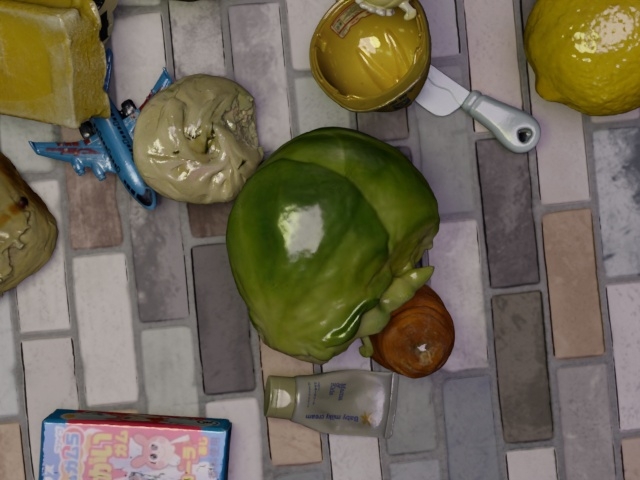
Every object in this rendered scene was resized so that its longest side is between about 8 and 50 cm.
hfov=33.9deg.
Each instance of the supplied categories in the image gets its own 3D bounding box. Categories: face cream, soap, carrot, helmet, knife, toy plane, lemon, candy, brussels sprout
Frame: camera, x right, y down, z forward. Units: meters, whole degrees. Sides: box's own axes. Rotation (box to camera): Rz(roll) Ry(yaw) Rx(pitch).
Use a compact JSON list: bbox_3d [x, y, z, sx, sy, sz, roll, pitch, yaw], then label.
[{"bbox_3d":[0.020,0.269,1.759,0.224,0.070,0.114,7,90,-11],"label":"face cream"},{"bbox_3d":[-0.482,-0.291,1.630,0.315,0.091,0.199,14,122,25],"label":"soap"},{"bbox_3d":[0.143,0.153,1.681,0.159,0.225,0.159,0,96,-1],"label":"carrot"},{"bbox_3d":[0.104,-0.283,1.701,0.205,0.140,0.257,-32,55,13],"label":"helmet"},{"bbox_3d":[0.221,-0.244,1.775,0.331,0.044,0.080,31,96,4],"label":"knife"},{"bbox_3d":[-0.337,-0.170,1.721,0.254,0.105,0.271,-28,92,-1],"label":"toy plane"},{"bbox_3d":[0.467,-0.335,1.671,0.310,0.253,0.253,-40,91,-2],"label":"lemon"},{"bbox_3d":[-0.304,0.370,1.725,0.306,0.100,0.157,4,90,-1],"label":"candy"},{"bbox_3d":[0.000,0.000,1.654,0.315,0.276,0.371,26,86,-17],"label":"brussels sprout"}]

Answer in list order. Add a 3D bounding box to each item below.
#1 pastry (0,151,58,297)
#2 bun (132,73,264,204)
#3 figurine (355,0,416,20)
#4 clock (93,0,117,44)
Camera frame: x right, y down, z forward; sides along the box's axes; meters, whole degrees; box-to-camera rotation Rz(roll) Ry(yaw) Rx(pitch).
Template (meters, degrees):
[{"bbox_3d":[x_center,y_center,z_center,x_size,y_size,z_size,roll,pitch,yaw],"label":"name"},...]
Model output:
[{"bbox_3d":[-0.576,-0.026,1.683,0.237,0.170,0.256,-40,86,-4],"label":"pastry"},{"bbox_3d":[-0.182,-0.162,1.682,0.237,0.116,0.210,-50,116,-24],"label":"bun"},{"bbox_3d":[0.048,-0.510,1.665,0.274,0.226,0.394,-23,64,-37],"label":"figurine"},{"bbox_3d":[-0.427,-0.406,1.677,0.195,0.194,0.100,39,64,6],"label":"clock"}]
